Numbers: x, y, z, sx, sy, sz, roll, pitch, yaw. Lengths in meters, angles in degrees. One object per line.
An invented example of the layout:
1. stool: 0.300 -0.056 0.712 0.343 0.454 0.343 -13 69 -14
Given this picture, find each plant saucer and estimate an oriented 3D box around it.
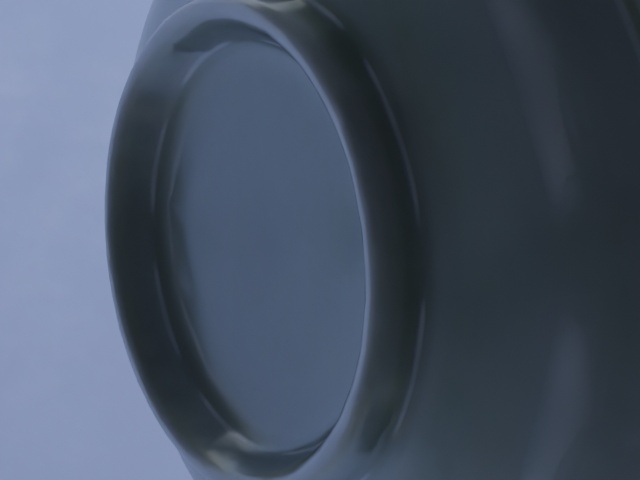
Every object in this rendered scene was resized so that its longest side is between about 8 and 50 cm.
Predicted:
1. plant saucer: 0.000 0.000 0.760 0.100 0.400 0.400 -8 -106 -35
